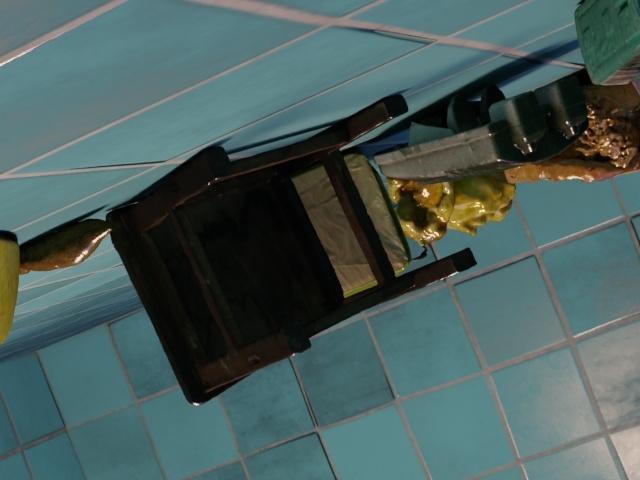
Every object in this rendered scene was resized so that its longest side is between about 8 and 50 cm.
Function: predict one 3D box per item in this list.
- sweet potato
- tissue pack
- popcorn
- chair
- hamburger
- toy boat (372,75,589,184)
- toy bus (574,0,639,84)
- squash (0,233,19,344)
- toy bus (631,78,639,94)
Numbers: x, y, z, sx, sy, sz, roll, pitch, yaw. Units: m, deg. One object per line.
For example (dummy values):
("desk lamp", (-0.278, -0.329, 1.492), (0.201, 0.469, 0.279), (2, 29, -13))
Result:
("sweet potato", (-0.252, 0.011, 1.300), (0.153, 0.038, 0.041), (-21, 156, 40))
("tissue pack", (0.000, 0.000, 1.734), (0.200, 0.167, 0.274), (-21, 177, 4))
("popcorn", (0.189, -0.067, 1.983), (0.168, 0.173, 0.195), (22, -162, 15))
("chair", (-0.088, 0.032, 1.360), (0.240, 0.203, 0.416), (-25, 179, -38))
("hamburger", (0.359, -0.151, 1.874), (0.243, 0.146, 0.286), (-15, -174, 16))
("toy boat", (0.157, -0.115, 1.527), (0.141, 0.092, 0.319), (-21, -175, -31))
("toy bus", (0.266, -0.177, 1.027), (0.109, 0.091, 0.262), (-15, 176, -2))
("squash", (-0.349, 0.034, 1.213), (0.204, 0.155, 0.237), (25, -148, 37))
("toy bus", (0.426, -0.209, 1.611), (0.138, 0.112, 0.317), (-33, 175, 19))
